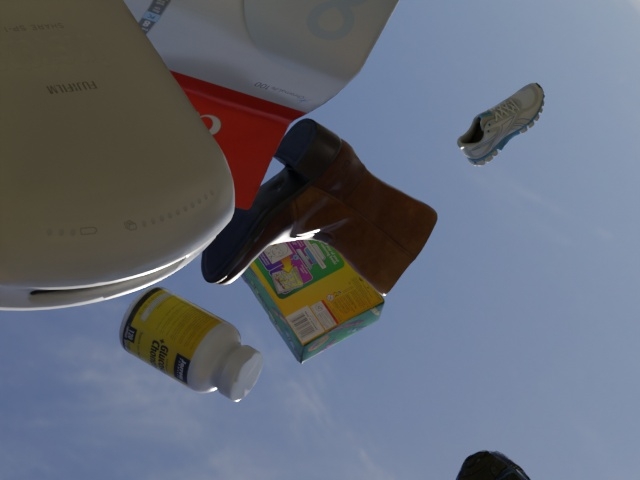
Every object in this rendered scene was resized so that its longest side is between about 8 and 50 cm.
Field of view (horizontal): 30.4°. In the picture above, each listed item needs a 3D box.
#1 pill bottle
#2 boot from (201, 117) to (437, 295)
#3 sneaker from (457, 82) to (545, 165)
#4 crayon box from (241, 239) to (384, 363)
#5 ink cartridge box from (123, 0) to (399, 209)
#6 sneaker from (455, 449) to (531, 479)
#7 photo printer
[{"bbox_3d":[-0.173,0.142,1.590,0.184,0.103,0.103,26,-162,23],"label":"pill bottle"},{"bbox_3d":[0.000,0.000,1.625,0.280,0.264,0.096,36,177,-40],"label":"boot"},{"bbox_3d":[0.328,-0.220,2.156,0.083,0.191,0.071,31,-163,-47],"label":"sneaker"},{"bbox_3d":[-0.037,0.049,2.013,0.165,0.081,0.278,-27,-112,-20],"label":"crayon box"},{"bbox_3d":[-0.116,-0.202,1.301,0.308,0.385,0.091,13,-153,-32],"label":"ink cartridge box"},{"bbox_3d":[0.162,0.246,0.913,0.221,0.083,0.087,61,-163,-22],"label":"sneaker"},{"bbox_3d":[-0.218,-0.093,0.885,0.256,0.107,0.308,-17,-111,-50],"label":"photo printer"}]
